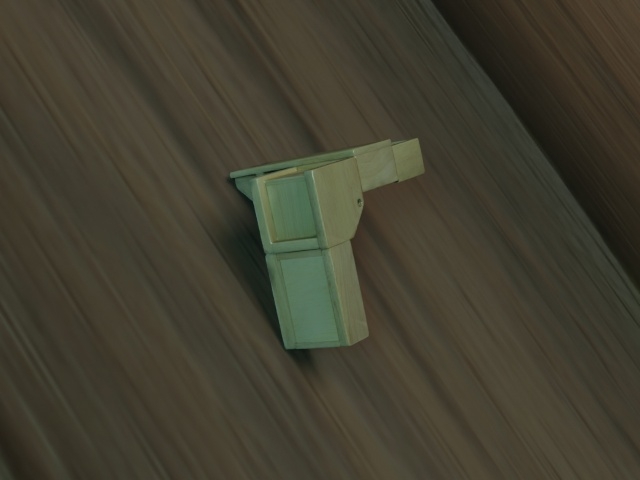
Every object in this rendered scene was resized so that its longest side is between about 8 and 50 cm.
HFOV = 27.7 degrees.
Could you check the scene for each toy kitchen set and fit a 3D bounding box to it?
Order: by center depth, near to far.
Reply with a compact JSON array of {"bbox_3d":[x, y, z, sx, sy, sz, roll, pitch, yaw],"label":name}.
[{"bbox_3d":[0.000,0.000,0.565,0.083,0.068,0.075,-21,102,-52],"label":"toy kitchen set"}]
